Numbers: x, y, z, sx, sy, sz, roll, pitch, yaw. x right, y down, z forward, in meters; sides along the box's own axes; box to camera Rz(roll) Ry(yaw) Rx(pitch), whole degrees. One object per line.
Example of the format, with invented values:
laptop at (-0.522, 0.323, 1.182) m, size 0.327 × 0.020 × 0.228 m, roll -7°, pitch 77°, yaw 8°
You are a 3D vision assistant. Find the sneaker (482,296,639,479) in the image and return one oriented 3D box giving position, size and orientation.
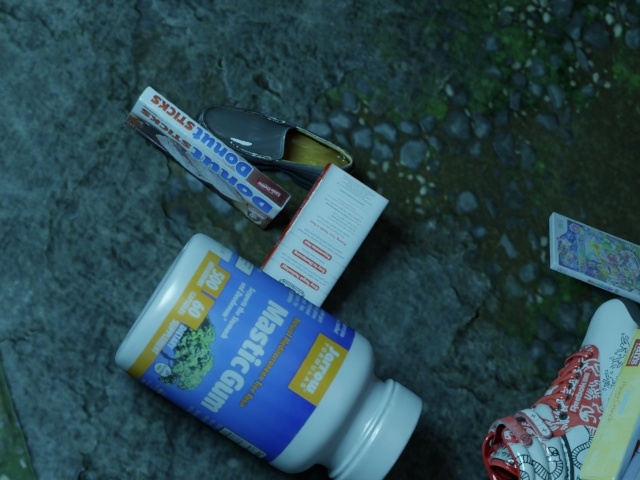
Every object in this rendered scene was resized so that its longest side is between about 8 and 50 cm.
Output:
sneaker at (0.246, 0.172, 1.988) m, size 0.145 × 0.090 × 0.270 m, roll 14°, pitch 70°, yaw -17°

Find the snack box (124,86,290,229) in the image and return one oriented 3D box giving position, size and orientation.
snack box at (-0.113, -0.081, 1.967) m, size 0.178 × 0.064 × 0.022 m, roll 38°, pitch 62°, yaw -3°

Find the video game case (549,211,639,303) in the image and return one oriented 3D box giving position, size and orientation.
video game case at (0.298, 0.020, 2.081) m, size 0.122 × 0.011 × 0.087 m, roll 21°, pitch 38°, yaw -11°

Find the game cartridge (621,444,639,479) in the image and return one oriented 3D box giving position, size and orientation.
game cartridge at (0.446, 0.260, 1.966) m, size 0.355 × 0.068 × 0.230 m, roll 50°, pitch 54°, yaw -28°

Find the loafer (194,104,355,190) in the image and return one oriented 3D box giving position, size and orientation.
loafer at (-0.044, -0.101, 1.999) m, size 0.170 × 0.061 × 0.062 m, roll 18°, pitch 67°, yaw -12°

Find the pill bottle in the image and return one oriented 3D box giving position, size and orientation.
pill bottle at (-0.044, 0.125, 1.870) m, size 0.272 × 0.152 × 0.152 m, roll 33°, pitch 64°, yaw -5°

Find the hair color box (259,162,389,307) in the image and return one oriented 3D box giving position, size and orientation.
hair color box at (0.000, 0.000, 1.960) m, size 0.072 × 0.043 × 0.141 m, roll 34°, pitch 88°, yaw -6°

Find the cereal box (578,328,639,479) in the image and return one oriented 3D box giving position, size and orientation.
cereal box at (0.357, 0.222, 1.966) m, size 0.240 × 0.047 × 0.173 m, roll 46°, pitch 58°, yaw -37°
